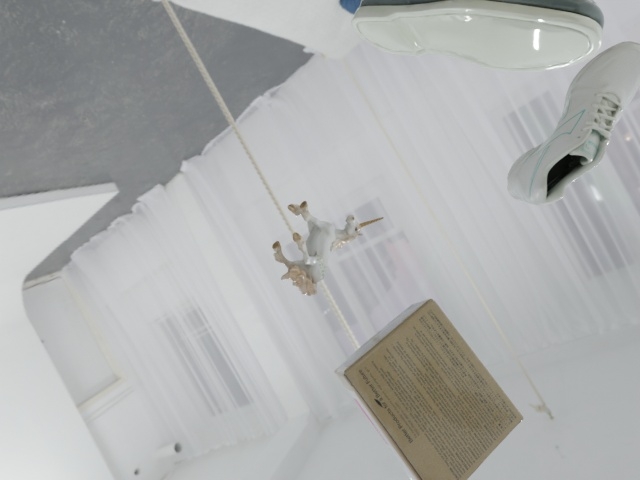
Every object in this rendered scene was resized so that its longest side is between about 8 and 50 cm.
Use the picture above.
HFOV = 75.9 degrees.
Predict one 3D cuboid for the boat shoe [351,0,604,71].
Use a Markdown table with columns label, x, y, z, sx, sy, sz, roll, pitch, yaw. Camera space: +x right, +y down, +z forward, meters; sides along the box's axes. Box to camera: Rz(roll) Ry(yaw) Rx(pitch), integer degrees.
| label | x | y | z | sx | sy | sz | roll | pitch | yaw |
| --- | --- | --- | --- | --- | --- | --- | --- | --- | --- |
| boat shoe | 0.172 | -0.280 | 0.486 | 0.116 | 0.319 | 0.099 | 22 | 96 | -48 |

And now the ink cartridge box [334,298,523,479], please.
| label | x | y | z | sx | sy | sz | roll | pitch | yaw |
| --- | --- | --- | --- | --- | --- | --- | --- | --- | --- |
| ink cartridge box | 0.167 | 0.244 | 0.653 | 0.193 | 0.235 | 0.088 | -34 | 174 | -16 |

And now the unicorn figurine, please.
| label | x | y | z | sx | sy | sz | roll | pitch | yaw |
| --- | --- | --- | --- | --- | --- | --- | --- | --- | --- |
| unicorn figurine | 0.000 | 0.000 | 0.537 | 0.060 | 0.111 | 0.162 | 5 | -122 | 48 |

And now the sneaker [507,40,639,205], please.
| label | x | y | z | sx | sy | sz | roll | pitch | yaw |
| --- | --- | --- | --- | --- | --- | --- | --- | --- | --- |
| sneaker | 0.227 | -0.093 | 0.350 | 0.152 | 0.053 | 0.061 | -61 | -173 | 17 |
